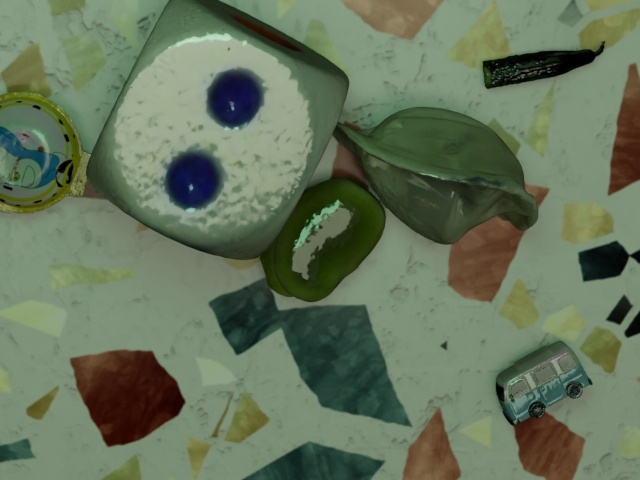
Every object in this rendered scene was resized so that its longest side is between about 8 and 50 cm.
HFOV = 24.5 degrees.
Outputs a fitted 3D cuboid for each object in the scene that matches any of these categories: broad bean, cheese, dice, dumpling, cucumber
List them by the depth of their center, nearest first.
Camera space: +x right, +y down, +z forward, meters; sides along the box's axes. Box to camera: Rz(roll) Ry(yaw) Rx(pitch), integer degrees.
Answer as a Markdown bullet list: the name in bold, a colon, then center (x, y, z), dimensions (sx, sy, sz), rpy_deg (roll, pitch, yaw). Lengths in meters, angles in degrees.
- **dice**: center (-0.122, -0.137, 1.746), dimensions (0.243, 0.259, 0.251), rpy_deg (26, 101, -10)
- **dumpling**: center (0.140, -0.076, 1.808), dimensions (0.243, 0.227, 0.175), rpy_deg (-7, 98, -3)
- **cheese**: center (-0.403, -0.121, 1.814), dimensions (0.250, 0.064, 0.156), rpy_deg (22, 100, 1)
- **cucumber**: center (0.289, -0.224, 1.888), dimensions (0.163, 0.043, 0.039), rpy_deg (-8, 143, -3)
- **broad bean**: center (0.000, 0.000, 1.892), dimensions (0.124, 0.082, 0.174), rpy_deg (34, 88, -14)

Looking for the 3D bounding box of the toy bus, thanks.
- **toy bus**: center (0.294, 0.190, 1.983), dimensions (0.123, 0.060, 0.075), rpy_deg (-28, 102, -1)
